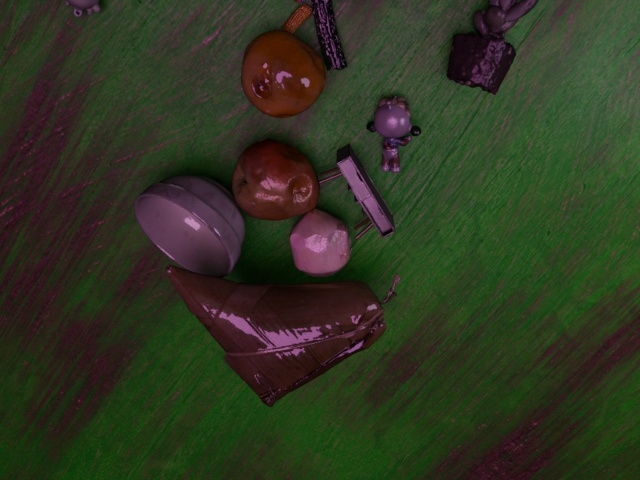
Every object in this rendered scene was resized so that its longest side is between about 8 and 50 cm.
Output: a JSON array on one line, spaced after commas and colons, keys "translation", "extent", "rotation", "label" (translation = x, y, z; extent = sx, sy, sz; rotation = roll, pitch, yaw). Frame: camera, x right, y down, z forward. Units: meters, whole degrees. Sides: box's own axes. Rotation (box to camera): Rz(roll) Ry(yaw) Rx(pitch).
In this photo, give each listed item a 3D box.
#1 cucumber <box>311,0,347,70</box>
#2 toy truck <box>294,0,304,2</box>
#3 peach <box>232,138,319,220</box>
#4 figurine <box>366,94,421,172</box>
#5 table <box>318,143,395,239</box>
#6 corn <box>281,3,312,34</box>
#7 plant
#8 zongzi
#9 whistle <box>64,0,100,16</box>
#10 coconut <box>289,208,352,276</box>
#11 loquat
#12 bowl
[{"translation": [0.019, -0.511, 1.685], "extent": [0.058, 0.058, 0.187], "rotation": [-12, 113, 8], "label": "cucumber"}, {"translation": [-0.046, -0.618, 1.660], "extent": [0.032, 0.024, 0.083], "rotation": [-1, 118, -21], "label": "toy truck"}, {"translation": [-0.110, -0.144, 1.790], "extent": [0.235, 0.214, 0.214], "rotation": [16, 115, -23], "label": "peach"}, {"translation": [0.187, -0.276, 1.767], "extent": [0.147, 0.093, 0.197], "rotation": [10, 124, 23], "label": "figurine"}, {"translation": [0.091, -0.116, 1.822], "extent": [0.111, 0.122, 0.240], "rotation": [-28, 109, 13], "label": "table"}, {"translation": [-0.059, -0.542, 1.688], "extent": [0.037, 0.037, 0.092], "rotation": [39, 111, -14], "label": "corn"}, {"translation": [0.404, -0.493, 1.628], "extent": [0.146, 0.149, 0.275], "rotation": [29, 108, 18], "label": "plant"}, {"translation": [-0.070, 0.135, 1.748], "extent": [0.499, 0.218, 0.467], "rotation": [-31, 115, 6], "label": "zongzi"}, {"translation": [-0.557, -0.654, 1.629], "extent": [0.101, 0.106, 0.253], "rotation": [1, 126, -31], "label": "whistle"}, {"translation": [0.000, 0.000, 1.850], "extent": [0.170, 0.171, 0.183], "rotation": [-4, 120, 5], "label": "coconut"}, {"translation": [-0.096, -0.403, 1.672], "extent": [0.213, 0.213, 0.213], "rotation": [1, 114, 2], "label": "loquat"}, {"translation": [-0.325, -0.058, 1.811], "extent": [0.307, 0.163, 0.307], "rotation": [24, 150, 15], "label": "bowl"}]
